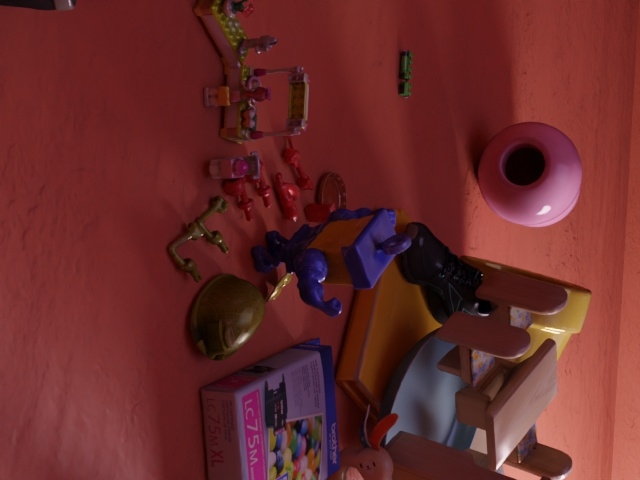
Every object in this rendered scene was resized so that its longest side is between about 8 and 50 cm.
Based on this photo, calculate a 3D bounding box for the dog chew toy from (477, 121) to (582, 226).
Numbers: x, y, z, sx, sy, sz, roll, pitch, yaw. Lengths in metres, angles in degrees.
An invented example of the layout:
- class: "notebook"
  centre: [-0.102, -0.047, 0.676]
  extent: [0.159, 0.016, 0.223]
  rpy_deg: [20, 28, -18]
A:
- class: "dog chew toy"
  centre: [0.441, -0.118, 2.335]
  extent: [0.332, 0.207, 0.206]
  rpy_deg: [28, 65, -68]

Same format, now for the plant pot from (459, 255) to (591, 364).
- class: "plant pot"
  centre: [0.350, 0.173, 2.124]
  extent: [0.254, 0.254, 0.239]
  rpy_deg: [8, 99, -63]

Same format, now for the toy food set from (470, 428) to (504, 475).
- class: "toy food set"
  centre: [0.261, 0.419, 2.111]
  extent: [0.306, 0.092, 0.219]
  rpy_deg: [14, 66, -63]

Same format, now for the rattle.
- class: "rattle"
  centre: [0.035, 0.341, 1.611]
  extent: [0.143, 0.130, 0.199]
  rpy_deg: [-9, 133, -28]

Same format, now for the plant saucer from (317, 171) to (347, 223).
- class: "plant saucer"
  centre: [0.016, -0.060, 1.694]
  extent: [0.083, 0.013, 0.083]
  rpy_deg: [1, 89, -62]

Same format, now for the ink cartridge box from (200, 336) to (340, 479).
- class: "ink cartridge box"
  centre: [-0.048, 0.249, 1.519]
  extent: [0.311, 0.065, 0.185]
  rpy_deg: [-18, 106, -63]

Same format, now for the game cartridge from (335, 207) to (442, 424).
- class: "game cartridge"
  centre: [0.127, 0.142, 1.878]
  extent: [0.285, 0.053, 0.323]
  rpy_deg: [53, 42, -49]

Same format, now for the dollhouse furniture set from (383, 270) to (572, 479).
- class: "dollhouse furniture set"
  centre: [0.307, 0.314, 1.780]
  extent: [0.394, 0.256, 0.362]
  rpy_deg: [-39, 132, -42]

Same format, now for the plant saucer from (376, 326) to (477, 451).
- class: "plant saucer"
  centre: [0.173, 0.283, 1.844]
  extent: [0.317, 0.044, 0.317]
  rpy_deg: [-26, 123, -50]

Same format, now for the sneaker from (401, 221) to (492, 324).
- class: "sneaker"
  centre: [0.214, 0.052, 1.887]
  extent: [0.267, 0.106, 0.101]
  rpy_deg: [51, 47, -49]

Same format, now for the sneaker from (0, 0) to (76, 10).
- class: "sneaker"
  centre: [-0.281, -0.279, 1.054]
  extent: [0.222, 0.118, 0.083]
  rpy_deg: [-100, -169, -59]

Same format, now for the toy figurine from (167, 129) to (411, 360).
- class: "toy figurine"
  centre: [0.000, 0.000, 1.440]
  extent: [0.362, 0.217, 0.191]
  rpy_deg: [-48, 131, -53]

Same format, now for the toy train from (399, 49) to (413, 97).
- class: "toy train"
  centre: [0.145, -0.285, 1.943]
  extent: [0.024, 0.017, 0.083]
  rpy_deg: [9, 82, -52]

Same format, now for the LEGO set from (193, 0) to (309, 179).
- class: "LEGO set"
  centre: [-0.085, -0.219, 1.394]
  extent: [0.132, 0.107, 0.287]
  rpy_deg: [-31, 118, -59]
